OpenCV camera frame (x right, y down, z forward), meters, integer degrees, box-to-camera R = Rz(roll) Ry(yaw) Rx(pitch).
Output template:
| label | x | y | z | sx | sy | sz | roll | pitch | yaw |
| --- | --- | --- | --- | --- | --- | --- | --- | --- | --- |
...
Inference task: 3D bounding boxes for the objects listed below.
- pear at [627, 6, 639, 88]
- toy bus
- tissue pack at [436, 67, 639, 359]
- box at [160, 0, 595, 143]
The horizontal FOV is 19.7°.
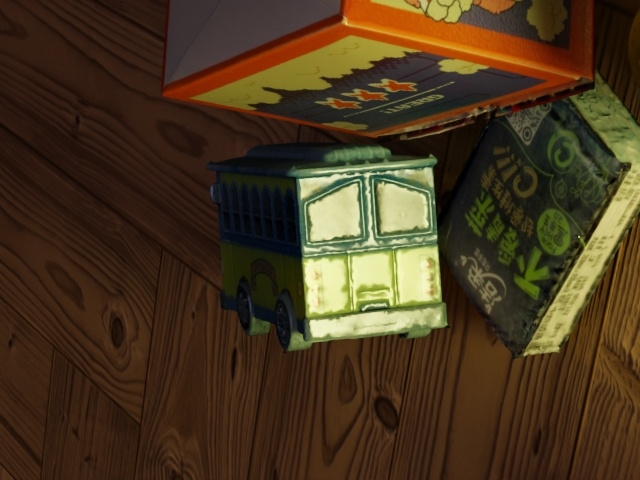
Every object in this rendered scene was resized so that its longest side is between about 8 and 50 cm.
| label | x | y | z | sx | sy | sz | roll | pitch | yaw |
| --- | --- | --- | --- | --- | --- | --- | --- | --- | --- |
| pear | 0.319 | -0.117 | 1.331 | 0.267 | 0.178 | 0.267 | 41 | 147 | 34 |
| toy bus | 0.000 | 0.000 | 1.808 | 0.312 | 0.152 | 0.190 | -170 | 74 | -71 |
| tissue pack | 0.198 | -0.035 | 1.640 | 0.173 | 0.073 | 0.235 | 57 | 138 | 38 |
| box | 0.051 | -0.293 | 1.601 | 0.318 | 0.257 | 0.349 | -14 | 70 | 55 |
